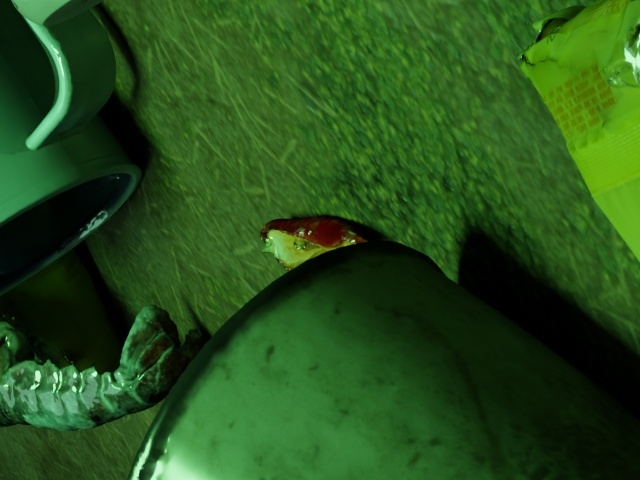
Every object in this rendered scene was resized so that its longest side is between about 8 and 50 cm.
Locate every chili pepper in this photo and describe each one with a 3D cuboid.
[{"bbox_3d":[0.000,0.000,1.358,0.045,0.027,0.178,57,160,-12],"label":"chili pepper"}]

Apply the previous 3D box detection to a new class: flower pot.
[{"bbox_3d":[0.089,0.204,1.111,0.330,0.293,0.293,35,151,34],"label":"flower pot"}]

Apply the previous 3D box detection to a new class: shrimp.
[{"bbox_3d":[-0.301,0.109,1.820,0.410,0.166,0.221,13,164,36],"label":"shrimp"}]

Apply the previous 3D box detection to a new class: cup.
[{"bbox_3d":[-0.337,-0.123,1.602,0.311,0.257,0.331,56,162,7],"label":"cup"}]

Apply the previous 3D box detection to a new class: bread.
[{"bbox_3d":[-0.319,-0.005,1.929,0.166,0.112,0.383,1,129,38],"label":"bread"}]

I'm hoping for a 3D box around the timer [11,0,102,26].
[{"bbox_3d":[-0.192,-0.224,1.369,0.136,0.099,0.136,35,137,41],"label":"timer"}]

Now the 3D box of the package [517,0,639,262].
[{"bbox_3d":[0.168,-0.059,0.817,0.168,0.090,0.226,60,156,0],"label":"package"}]
